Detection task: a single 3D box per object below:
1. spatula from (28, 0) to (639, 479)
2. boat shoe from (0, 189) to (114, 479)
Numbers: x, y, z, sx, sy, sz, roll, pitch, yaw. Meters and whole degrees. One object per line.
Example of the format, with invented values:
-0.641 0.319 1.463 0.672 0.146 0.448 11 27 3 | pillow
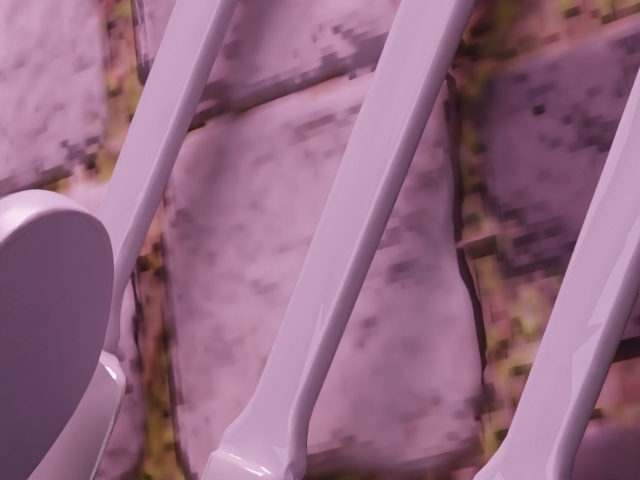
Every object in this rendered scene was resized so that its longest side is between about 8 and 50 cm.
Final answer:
0.000 0.000 0.345 0.168 0.019 0.242 19 89 37 | spatula
-0.091 0.049 0.354 0.040 0.049 0.142 34 101 36 | boat shoe
